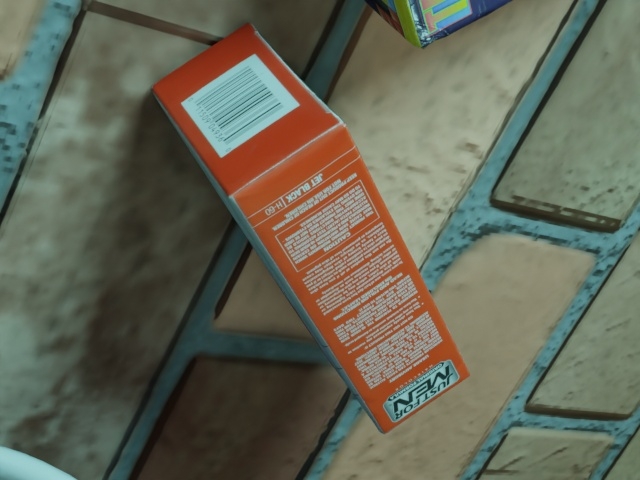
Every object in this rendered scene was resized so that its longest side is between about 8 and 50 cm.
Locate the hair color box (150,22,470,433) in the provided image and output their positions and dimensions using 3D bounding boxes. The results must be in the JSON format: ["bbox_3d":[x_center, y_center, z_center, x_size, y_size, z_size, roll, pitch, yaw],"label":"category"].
[{"bbox_3d":[0.000,0.000,0.414,0.043,0.072,0.141,-34,136,-4],"label":"hair color box"}]

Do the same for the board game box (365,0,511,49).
[{"bbox_3d":[0.060,-0.161,0.340,0.141,0.048,0.170,-28,135,-7],"label":"board game box"}]

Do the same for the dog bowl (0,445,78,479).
[{"bbox_3d":[-0.144,0.194,0.342,0.265,0.265,0.104,-27,137,-11],"label":"dog bowl"}]
